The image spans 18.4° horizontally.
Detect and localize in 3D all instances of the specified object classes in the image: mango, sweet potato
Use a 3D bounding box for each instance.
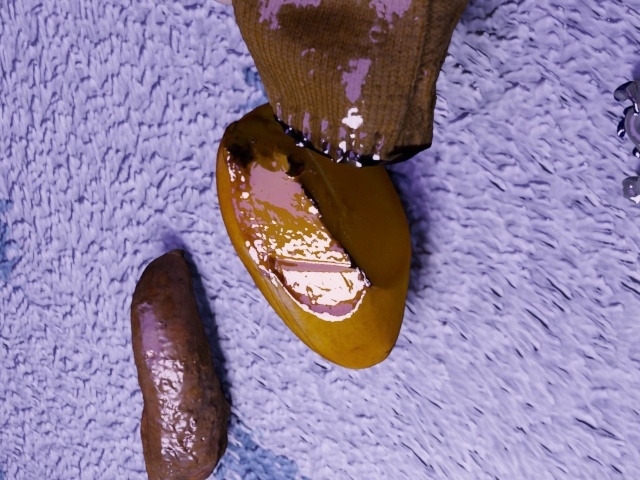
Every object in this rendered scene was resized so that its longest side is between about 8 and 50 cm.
[{"bbox_3d":[0.000,0.000,1.639,0.154,0.126,0.252,2,124,40],"label":"mango"},{"bbox_3d":[-0.139,0.173,2.000,0.114,0.092,0.341,-119,22,-48],"label":"sweet potato"}]

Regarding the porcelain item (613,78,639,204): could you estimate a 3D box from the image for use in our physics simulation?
[{"bbox_3d":[0.235,-0.043,1.379,0.136,0.021,0.075,58,147,2],"label":"porcelain item"}]

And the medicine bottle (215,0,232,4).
[{"bbox_3d":[-0.124,-0.299,1.573,0.252,0.114,0.114,43,144,25],"label":"medicine bottle"}]

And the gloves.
[{"bbox_3d":[0.018,-0.225,1.403,0.203,0.155,0.356,34,142,49],"label":"gloves"}]
